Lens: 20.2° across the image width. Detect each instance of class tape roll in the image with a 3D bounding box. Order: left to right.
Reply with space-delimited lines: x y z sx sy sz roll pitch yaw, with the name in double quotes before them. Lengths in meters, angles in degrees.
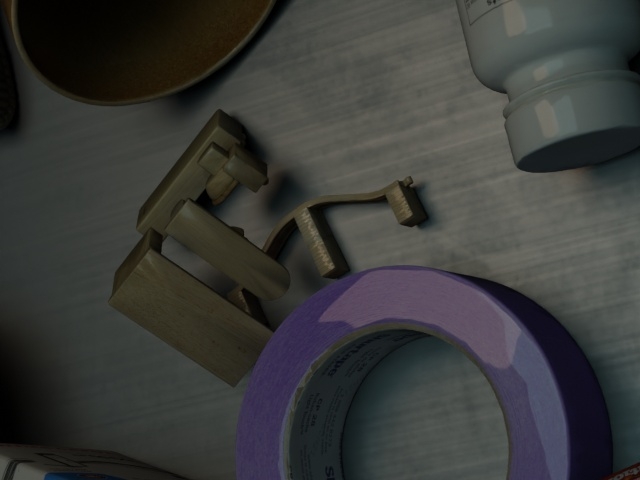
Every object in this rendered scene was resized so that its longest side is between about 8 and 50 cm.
"tape roll" 0.074 0.158 1.341 0.275 0.090 0.275 -4 82 30

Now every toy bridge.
"toy bridge" 0.000 0.000 1.437 0.188 0.026 0.063 -34 68 23

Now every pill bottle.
"pill bottle" 0.165 -0.173 1.302 0.131 0.131 0.229 -19 75 27

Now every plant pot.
"plant pot" -0.189 -0.280 1.479 0.237 0.237 0.254 -49 51 16

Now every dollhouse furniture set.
"dollhouse furniture set" -0.076 0.003 1.457 0.123 0.151 0.144 35 106 -15

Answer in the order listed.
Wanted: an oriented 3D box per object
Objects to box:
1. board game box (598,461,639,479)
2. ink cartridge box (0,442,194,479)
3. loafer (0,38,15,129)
"board game box" 0.188 0.243 1.228 0.281 0.027 0.145 -26 104 11
"ink cartridge box" -0.183 0.216 1.406 0.203 0.148 0.086 8 89 55
"loafer" -0.351 -0.217 1.618 0.092 0.102 0.268 -17 77 21
